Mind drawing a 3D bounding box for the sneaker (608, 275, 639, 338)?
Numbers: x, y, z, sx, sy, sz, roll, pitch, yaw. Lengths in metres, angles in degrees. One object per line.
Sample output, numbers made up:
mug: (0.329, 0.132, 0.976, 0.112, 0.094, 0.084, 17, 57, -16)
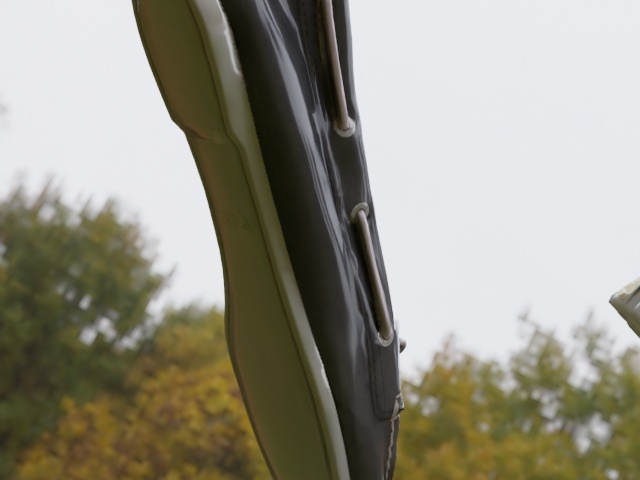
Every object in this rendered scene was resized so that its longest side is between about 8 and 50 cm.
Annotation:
sneaker: (0.305, -0.003, 1.491, 0.108, 0.169, 0.292, 41, 29, -86)

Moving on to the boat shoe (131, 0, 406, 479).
boat shoe: (0.000, 0.000, 0.908, 0.112, 0.095, 0.335, 27, -44, 57)
